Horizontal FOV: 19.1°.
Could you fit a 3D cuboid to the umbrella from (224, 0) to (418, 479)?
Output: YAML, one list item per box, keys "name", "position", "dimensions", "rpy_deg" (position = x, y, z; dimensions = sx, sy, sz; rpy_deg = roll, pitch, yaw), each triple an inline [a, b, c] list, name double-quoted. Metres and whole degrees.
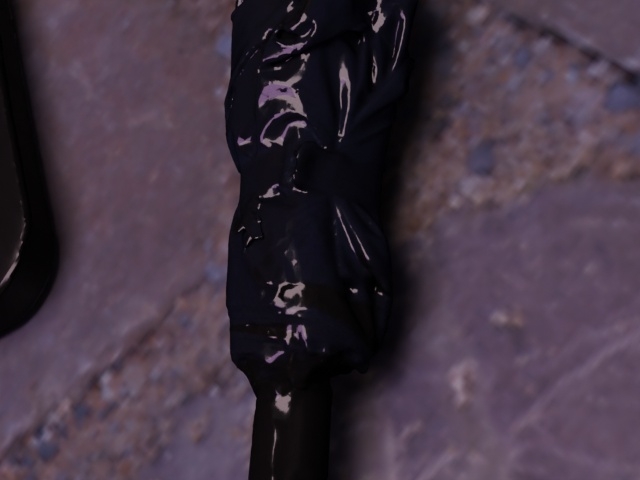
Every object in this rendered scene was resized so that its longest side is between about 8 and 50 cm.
- name: "umbrella"
  position: [-0.007, 0.001, 0.645]
  dimensions: [0.071, 0.071, 0.248]
  rpy_deg: [-6, 65, 30]

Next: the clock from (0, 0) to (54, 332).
- name: "clock"
  position: [-0.249, -0.038, 0.822]
  dimensions: [0.279, 0.049, 0.273]
  rpy_deg: [-28, 57, 18]
